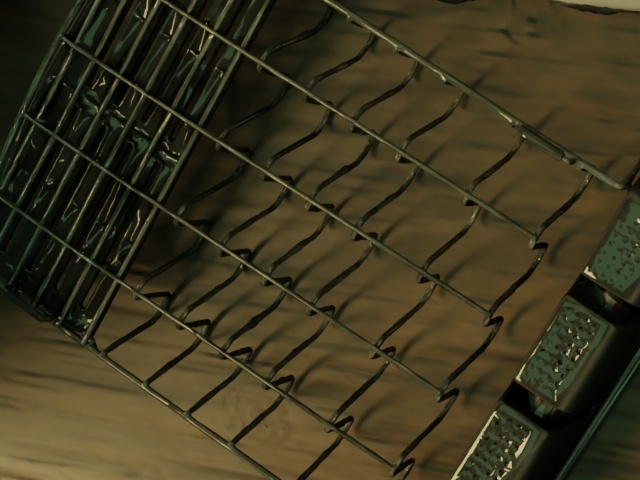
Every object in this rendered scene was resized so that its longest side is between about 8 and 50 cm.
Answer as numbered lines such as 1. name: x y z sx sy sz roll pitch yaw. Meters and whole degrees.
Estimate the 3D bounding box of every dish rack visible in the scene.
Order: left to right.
1. dish rack: 0.000 0.000 0.776 0.271 0.074 0.208 33 106 11

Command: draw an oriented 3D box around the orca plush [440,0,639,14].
1. orca plush: 0.096 -0.150 0.699 0.287 0.151 0.102 9 79 14
